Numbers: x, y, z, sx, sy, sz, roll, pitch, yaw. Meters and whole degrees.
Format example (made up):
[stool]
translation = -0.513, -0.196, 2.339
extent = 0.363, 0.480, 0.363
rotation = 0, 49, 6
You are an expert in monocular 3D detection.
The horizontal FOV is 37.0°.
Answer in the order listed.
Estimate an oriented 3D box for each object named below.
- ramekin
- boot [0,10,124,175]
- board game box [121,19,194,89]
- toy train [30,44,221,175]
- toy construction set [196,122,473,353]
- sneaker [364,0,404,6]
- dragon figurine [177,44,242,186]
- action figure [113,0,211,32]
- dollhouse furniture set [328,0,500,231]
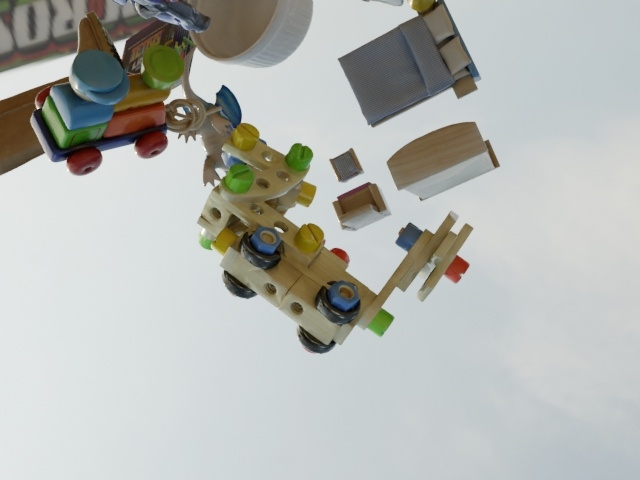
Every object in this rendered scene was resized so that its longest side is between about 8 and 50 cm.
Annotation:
[ramekin]
translation = -0.107, -0.378, 1.551
extent = 0.207, 0.207, 0.109
rotation = 14, -177, 38
[boot]
translation = -0.460, -0.248, 1.590
extent = 0.269, 0.089, 0.236
rotation = -23, -122, -2
[board game box]
translation = -0.288, -0.316, 1.670
extent = 0.170, 0.048, 0.141
rotation = -20, -126, 40
[toy train]
translation = -0.191, -0.170, 1.087
extent = 0.248, 0.105, 0.143
rotation = -20, 166, -36
[toy construction set]
translation = 0.000, 0.000, 1.083
extent = 0.327, 0.151, 0.215
rotation = 24, -142, 14
[sneaker]
translation = 0.151, -0.416, 1.167
extent = 0.330, 0.146, 0.122
rotation = -38, -132, 38
[dragon figurine]
translation = -0.166, -0.182, 1.482
extent = 0.085, 0.289, 0.144
rotation = -20, -147, 9
[action figure]
translation = -0.264, -0.397, 1.129
extent = 0.330, 0.178, 0.341
rotation = 35, -171, 32
[dollhouse furniture set]
translation = 0.096, -0.211, 1.438
extent = 0.286, 0.303, 0.198
rotation = -24, 171, 13
